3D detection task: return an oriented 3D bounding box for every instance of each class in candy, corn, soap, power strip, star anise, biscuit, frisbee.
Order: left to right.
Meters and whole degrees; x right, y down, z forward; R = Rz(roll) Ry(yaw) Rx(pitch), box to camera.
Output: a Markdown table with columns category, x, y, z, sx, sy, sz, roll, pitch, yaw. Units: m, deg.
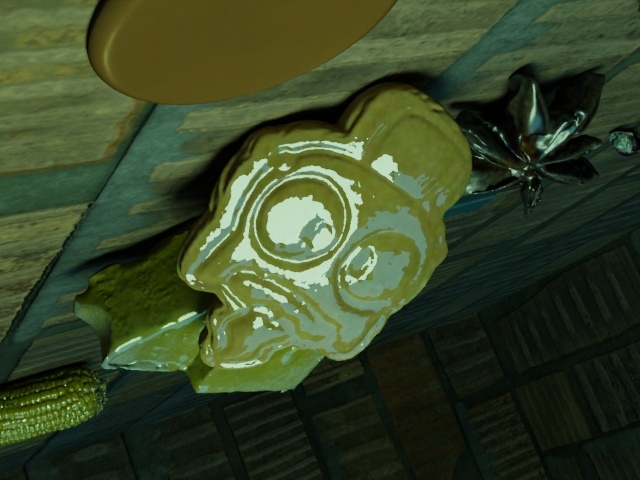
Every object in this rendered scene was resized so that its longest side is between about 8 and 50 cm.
| category | x | y | z | sx | sy | sz | roll | pitch | yaw |
| --- | --- | --- | --- | --- | --- | --- | --- | --- | --- |
| corn | -0.522 | 0.296 | 1.559 | 0.317 | 0.115 | 0.115 | -14 | 165 | -30 |
| soap | -0.075 | 0.018 | 1.048 | 0.304 | 0.169 | 0.339 | 9 | 131 | -42 |
| frisbee | -0.045 | -0.163 | 0.651 | 0.250 | 0.021 | 0.251 | -20 | 168 | -5 |
| biscuit | 0.001 | 0.002 | 0.942 | 0.269 | 0.051 | 0.376 | 33 | 106 | -28 |
| power strip | 0.233 | -0.065 | 1.494 | 0.123 | 0.032 | 0.056 | -14 | 166 | -33 |
| star anise | 0.249 | -0.118 | 1.120 | 0.282 | 0.129 | 0.212 | 1 | 150 | -40 |
| candy | 0.536 | -0.167 | 1.560 | 0.045 | 0.043 | 0.175 | -18 | 171 | 28 |

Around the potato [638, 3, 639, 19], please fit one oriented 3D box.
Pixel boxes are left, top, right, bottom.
| category | x | y | z | sx | sy | sz | roll | pitch | yaw |
| --- | --- | --- | --- | --- | --- | --- | --- | --- | --- |
| potato | 0.370 | -0.252 | 0.931 | 0.083 | 0.040 | 0.051 | -30 | 160 | 28 |
